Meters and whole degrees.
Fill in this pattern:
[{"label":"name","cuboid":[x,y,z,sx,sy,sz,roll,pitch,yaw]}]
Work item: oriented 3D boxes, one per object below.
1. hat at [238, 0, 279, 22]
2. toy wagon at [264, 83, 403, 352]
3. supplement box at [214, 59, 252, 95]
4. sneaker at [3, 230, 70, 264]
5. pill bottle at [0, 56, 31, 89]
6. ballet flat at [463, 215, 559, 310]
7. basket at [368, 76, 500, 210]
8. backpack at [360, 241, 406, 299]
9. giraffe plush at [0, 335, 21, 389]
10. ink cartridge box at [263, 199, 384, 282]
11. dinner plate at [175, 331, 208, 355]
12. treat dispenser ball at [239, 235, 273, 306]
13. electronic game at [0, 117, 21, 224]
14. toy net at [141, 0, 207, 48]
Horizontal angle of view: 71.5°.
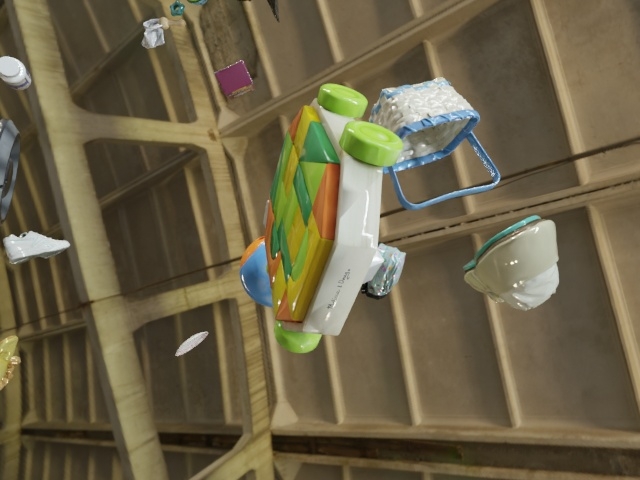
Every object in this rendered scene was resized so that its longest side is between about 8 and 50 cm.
[{"label":"hat","cuboid":[-0.201,-0.710,1.112,0.134,0.331,0.330,-15,-91,-2]},{"label":"toy wagon","cuboid":[-0.014,-0.048,0.540,0.344,0.068,0.267,-108,-148,-52]},{"label":"supplement box","cuboid":[-0.292,-0.550,1.537,0.104,0.188,0.080,-24,-76,0]},{"label":"sneaker","cuboid":[-0.599,0.007,0.946,0.054,0.152,0.061,-29,-91,11]},{"label":"pill bottle","cuboid":[-0.833,-0.454,1.204,0.120,0.067,0.066,-171,-105,-66]},{"label":"ballet flat","cuboid":[0.208,0.035,0.471,0.087,0.248,0.086,-2,-98,14]},{"label":"basket","cuboid":[0.260,-0.224,1.051,0.201,0.255,0.288,110,-37,-62]},{"label":"backpack","cuboid":[0.205,0.091,1.442,0.115,0.151,0.181,15,-42,10]},{"label":"giraffe plush","cuboid":[-0.561,0.190,0.666,0.182,0.171,0.210,-21,-92,34]},{"label":"ink cartridge box","cuboid":[0.000,0.000,1.138,0.272,0.197,0.114,58,-26,22]},{"label":"dinner plate","cuboid":[-0.490,0.387,1.686,0.017,0.141,0.141,49,-59,13]},{"label":"treat dispenser ball","cuboid":[-0.169,0.117,1.726,0.289,0.288,0.287,6,-79,34]},{"label":"electronic game","cuboid":[-0.638,-0.127,0.878,0.229,0.048,0.228,-29,-124,54]},{"label":"toy net","cuboid":[-0.390,-0.599,1.149,0.232,0.045,0.122,-38,-106,6]}]
